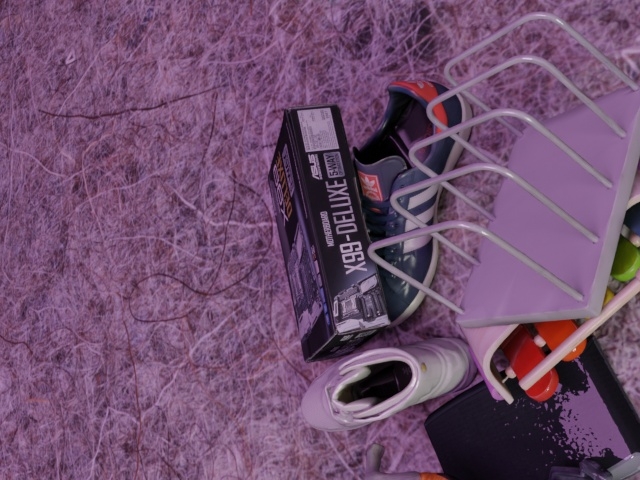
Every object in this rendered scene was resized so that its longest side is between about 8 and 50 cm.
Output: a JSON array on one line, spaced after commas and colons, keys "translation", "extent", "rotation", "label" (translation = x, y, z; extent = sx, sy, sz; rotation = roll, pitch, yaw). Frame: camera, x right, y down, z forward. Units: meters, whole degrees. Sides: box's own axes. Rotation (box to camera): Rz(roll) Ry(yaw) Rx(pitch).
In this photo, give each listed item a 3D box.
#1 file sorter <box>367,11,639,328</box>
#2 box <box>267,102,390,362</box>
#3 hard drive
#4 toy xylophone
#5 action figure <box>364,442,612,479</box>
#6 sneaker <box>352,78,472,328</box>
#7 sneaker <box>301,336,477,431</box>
[{"translation": [0.199, -0.073, 0.760], "extent": [0.193, 0.173, 0.278], "rotation": [-18, 43, 59], "label": "file sorter"}, {"translation": [0.000, 0.000, 0.994], "extent": [0.242, 0.076, 0.308], "rotation": [121, 138, -70], "label": "box"}, {"translation": [0.251, 0.239, 0.861], "extent": [0.254, 0.054, 0.172], "rotation": [-35, 65, 31], "label": "hard drive"}, {"translation": [0.272, 0.051, 0.782], "extent": [0.323, 0.081, 0.236], "rotation": [-49, 22, 25], "label": "toy xylophone"}, {"translation": [0.197, 0.404, 0.777], "extent": [0.330, 0.178, 0.341], "rotation": [5, 102, 40], "label": "action figure"}, {"translation": [0.091, -0.051, 0.962], "extent": [0.131, 0.148, 0.350], "rotation": [17, 96, 39], "label": "sneaker"}, {"translation": [0.046, 0.199, 0.960], "extent": [0.292, 0.169, 0.108], "rotation": [-29, 69, 35], "label": "sneaker"}]
